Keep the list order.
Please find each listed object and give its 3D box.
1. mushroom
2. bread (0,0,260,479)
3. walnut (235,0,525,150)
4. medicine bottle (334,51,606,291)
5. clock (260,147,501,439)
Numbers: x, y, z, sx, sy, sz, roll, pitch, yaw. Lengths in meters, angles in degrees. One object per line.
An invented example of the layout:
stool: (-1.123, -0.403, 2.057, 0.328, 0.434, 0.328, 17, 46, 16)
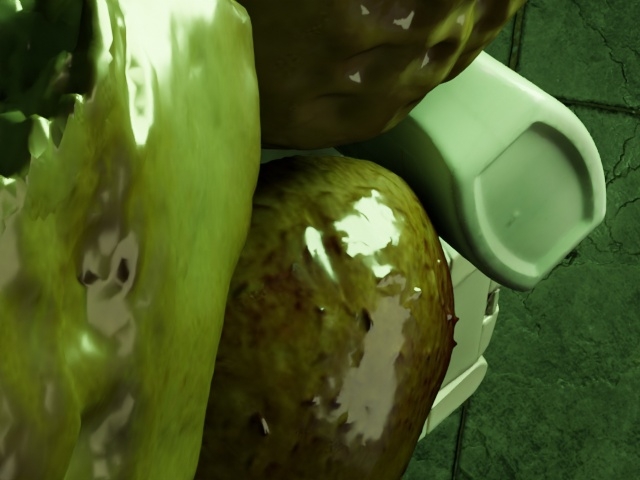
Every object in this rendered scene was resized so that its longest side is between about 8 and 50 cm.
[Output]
mushroom: (-0.067, 0.056, 0.973, 0.334, 0.331, 0.356, 14, 49, -54)
bread: (-0.134, 0.009, 0.443, 0.370, 0.192, 0.314, 7, 92, -83)
walnut: (-0.002, -0.240, 0.841, 0.354, 0.308, 0.397, -43, 165, -32)
medicine bottle: (0.057, -0.105, 1.081, 0.124, 0.324, 0.179, -45, 136, -4)
clock: (0.000, 0.000, 1.325, 0.184, 0.326, 0.342, -37, 150, -32)
